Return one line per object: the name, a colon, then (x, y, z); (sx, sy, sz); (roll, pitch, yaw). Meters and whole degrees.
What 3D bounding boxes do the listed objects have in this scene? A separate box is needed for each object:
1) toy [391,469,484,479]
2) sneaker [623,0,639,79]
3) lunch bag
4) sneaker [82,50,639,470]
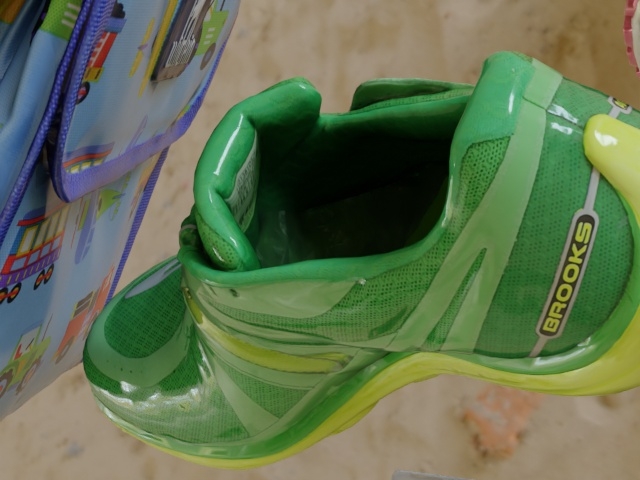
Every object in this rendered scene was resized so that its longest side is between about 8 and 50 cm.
toy: (0.152, 0.177, 0.678); (0.237, 0.056, 0.137); (4, 99, 22)
sneaker: (0.270, -0.111, 0.828); (0.112, 0.299, 0.121); (12, 78, 45)
lunch bag: (-0.107, -0.072, 0.569); (0.293, 0.138, 0.221); (-55, -3, 16)
sneaker: (0.000, 0.000, 0.502); (0.295, 0.123, 0.109); (-21, 39, 49)
